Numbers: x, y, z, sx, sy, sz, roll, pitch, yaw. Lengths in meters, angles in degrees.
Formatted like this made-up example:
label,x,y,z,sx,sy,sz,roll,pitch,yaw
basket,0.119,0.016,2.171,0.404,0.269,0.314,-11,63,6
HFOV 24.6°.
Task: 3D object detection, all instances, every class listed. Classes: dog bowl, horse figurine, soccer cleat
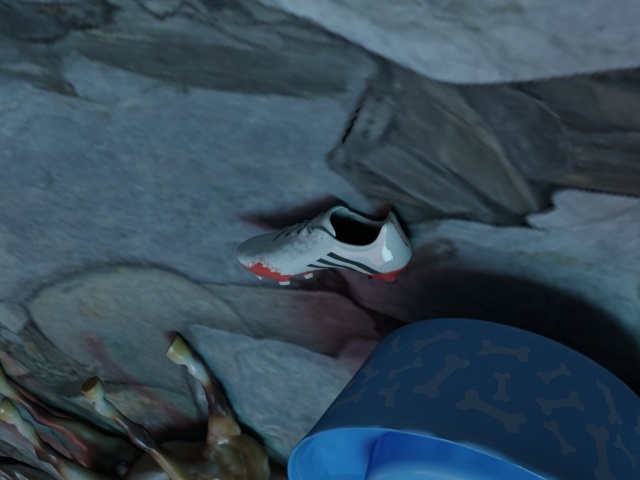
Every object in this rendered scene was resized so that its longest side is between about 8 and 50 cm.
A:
label,x,y,z,sx,sy,sz,roll,pitch,yaw
dog bowl,0.094,0.143,0.697,0.166,0.074,0.297,8,145,27
horse figurine,-0.108,0.138,0.880,0.263,0.066,0.174,-12,127,40
soccer cleat,0.000,0.000,0.646,0.083,0.029,0.035,3,134,24
